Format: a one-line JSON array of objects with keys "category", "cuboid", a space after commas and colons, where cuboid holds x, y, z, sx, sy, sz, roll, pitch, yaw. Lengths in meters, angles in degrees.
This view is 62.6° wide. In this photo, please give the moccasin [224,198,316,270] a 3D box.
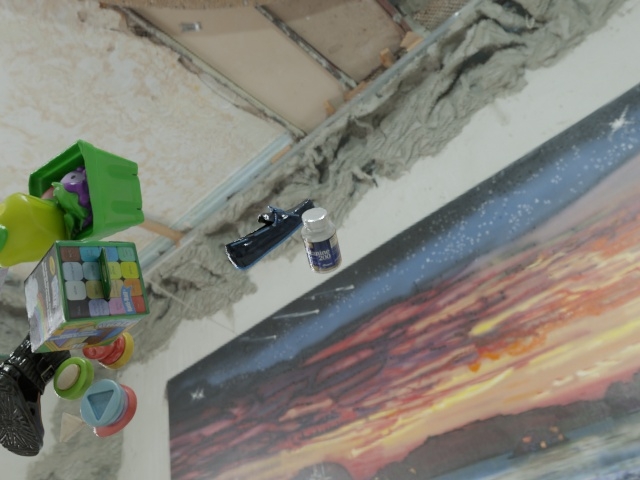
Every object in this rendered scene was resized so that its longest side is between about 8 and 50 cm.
[{"category": "moccasin", "cuboid": [-0.156, -0.044, 1.697, 0.342, 0.117, 0.137, -41, 9, -27]}]

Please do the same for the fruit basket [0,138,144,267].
[{"category": "fruit basket", "cuboid": [-0.690, -0.079, 1.345, 0.392, 0.283, 0.392, -9, -6, -1]}]

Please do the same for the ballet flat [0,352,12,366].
[{"category": "ballet flat", "cuboid": [-1.005, 0.446, 1.723, 0.068, 0.072, 0.213, 6, -56, 1]}]

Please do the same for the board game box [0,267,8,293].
[{"category": "board game box", "cuboid": [-1.168, 0.118, 1.643, 0.066, 0.319, 0.318, -7, -24, 36]}]

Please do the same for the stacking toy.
[{"category": "stacking toy", "cuboid": [-0.696, 0.424, 1.550, 0.279, 0.309, 0.130, -24, -31, 7]}]

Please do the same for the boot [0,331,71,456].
[{"category": "boot", "cuboid": [-0.885, 0.466, 1.638, 0.131, 0.260, 0.348, 5, -62, 5]}]

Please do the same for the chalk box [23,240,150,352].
[{"category": "chalk box", "cuboid": [-0.499, 0.111, 1.144, 0.179, 0.180, 0.289, 2, -26, -45]}]

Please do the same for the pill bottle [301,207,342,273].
[{"category": "pill bottle", "cuboid": [0.000, 0.000, 1.021, 0.067, 0.067, 0.120, -14, -57, 0]}]
